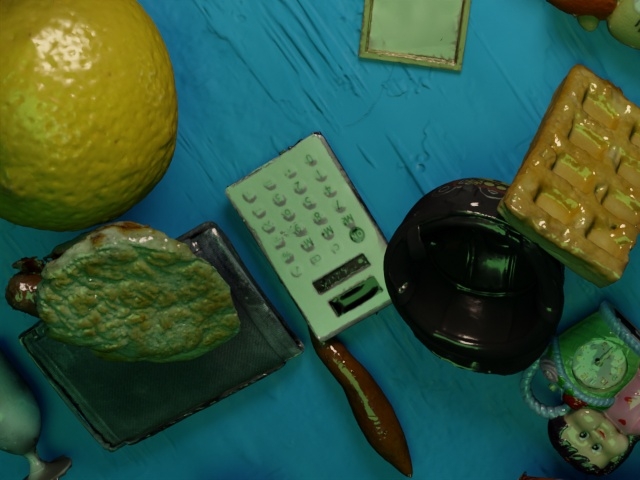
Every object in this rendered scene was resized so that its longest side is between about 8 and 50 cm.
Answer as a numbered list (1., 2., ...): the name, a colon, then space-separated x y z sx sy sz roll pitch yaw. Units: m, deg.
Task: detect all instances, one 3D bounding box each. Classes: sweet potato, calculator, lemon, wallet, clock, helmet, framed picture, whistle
1. sweet potato: 0.063 0.222 1.866 0.057 0.057 0.264 -27 98 18
2. calculator: 0.000 0.000 1.804 0.161 0.021 0.262 -31 99 10
3. lemon: -0.331 -0.177 1.664 0.336 0.336 0.336 3 109 9
4. wallet: -0.224 0.141 1.882 0.342 0.075 0.237 -29 107 16
5. clock: 0.373 0.203 1.782 0.194 0.100 0.195 43 108 -2
6. helmet: 0.211 0.028 1.714 0.230 0.160 0.279 5 135 20
7. framed picture: 0.126 -0.324 1.691 0.136 0.010 0.201 9 110 6
8. whistle: 0.339 -0.319 1.602 0.288 0.106 0.131 28 104 0

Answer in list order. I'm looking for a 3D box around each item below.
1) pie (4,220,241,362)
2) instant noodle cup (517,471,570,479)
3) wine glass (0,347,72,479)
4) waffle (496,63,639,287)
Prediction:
1. pie: -0.242 0.077 1.727 0.257 0.105 0.274 -26 135 27
2. instant noodle cup: 0.351 0.446 1.783 0.214 0.296 0.296 11 110 15
3. wine glass: -0.456 0.260 1.950 0.103 0.103 0.222 -22 103 17
4. waffle: 0.328 -0.080 1.617 0.168 0.274 0.057 33 145 -3
